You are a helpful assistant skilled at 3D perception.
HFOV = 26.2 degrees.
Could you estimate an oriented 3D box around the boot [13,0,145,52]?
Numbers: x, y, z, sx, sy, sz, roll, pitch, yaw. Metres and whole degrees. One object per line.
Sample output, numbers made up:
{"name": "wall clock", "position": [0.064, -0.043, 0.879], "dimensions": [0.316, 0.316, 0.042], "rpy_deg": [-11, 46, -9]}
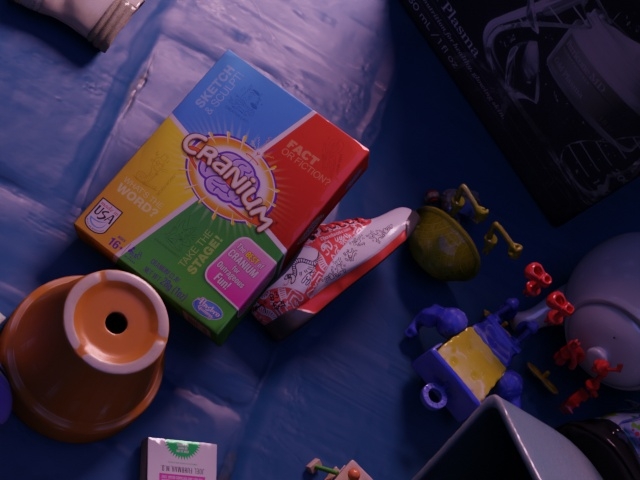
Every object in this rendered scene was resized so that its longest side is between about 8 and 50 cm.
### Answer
{"name": "boot", "position": [-0.312, -0.377, 1.899], "dimensions": [0.165, 0.077, 0.213], "rpy_deg": [30, 66, -11]}

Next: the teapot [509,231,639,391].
{"name": "teapot", "position": [0.444, 0.124, 1.953], "dimensions": [0.252, 0.256, 0.187], "rpy_deg": [50, 51, 4]}

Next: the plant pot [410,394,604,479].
{"name": "plant pot", "position": [0.275, 0.390, 1.748], "dimensions": [0.252, 0.247, 0.248], "rpy_deg": [23, 27, -32]}

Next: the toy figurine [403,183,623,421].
{"name": "toy figurine", "position": [0.204, 0.134, 1.885], "dimensions": [0.217, 0.191, 0.362], "rpy_deg": [-39, 89, -26]}

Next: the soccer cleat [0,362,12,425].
{"name": "soccer cleat", "position": [-0.425, 0.102, 1.613], "dimensions": [0.083, 0.095, 0.248], "rpy_deg": [-18, 79, -32]}

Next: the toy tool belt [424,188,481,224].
{"name": "toy tool belt", "position": [0.197, -0.048, 2.023], "dimensions": [0.083, 0.052, 0.051], "rpy_deg": [3, 61, -24]}

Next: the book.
{"name": "book", "position": [-0.178, 0.323, 1.718], "dimensions": [0.096, 0.035, 0.144], "rpy_deg": [10, 65, -26]}

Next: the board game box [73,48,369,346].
{"name": "board game box", "position": [-0.125, -0.059, 1.789], "dimensions": [0.242, 0.064, 0.316], "rpy_deg": [36, 74, 10]}

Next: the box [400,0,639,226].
{"name": "box", "position": [0.421, -0.347, 2.000], "dimensions": [0.297, 0.472, 0.480], "rpy_deg": [-31, 85, -31]}

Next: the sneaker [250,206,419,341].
{"name": "sneaker", "position": [0.000, 0.000, 1.863], "dimensions": [0.270, 0.090, 0.145], "rpy_deg": [-39, 93, -15]}

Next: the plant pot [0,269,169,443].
{"name": "plant pot", "position": [-0.271, 0.125, 1.657], "dimensions": [0.205, 0.188, 0.205], "rpy_deg": [9, 67, -22]}

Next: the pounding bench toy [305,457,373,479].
{"name": "pounding bench toy", "position": [0.023, 0.314, 1.793], "dimensions": [0.083, 0.065, 0.052], "rpy_deg": [46, 59, -2]}

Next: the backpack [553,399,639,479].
{"name": "backpack", "position": [0.537, 0.347, 1.936], "dimensions": [0.355, 0.273, 0.290], "rpy_deg": [1, 60, -38]}

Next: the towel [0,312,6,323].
{"name": "towel", "position": [-0.573, 0.077, 1.623], "dimensions": [0.325, 0.038, 0.248], "rpy_deg": [40, 58, -6]}
